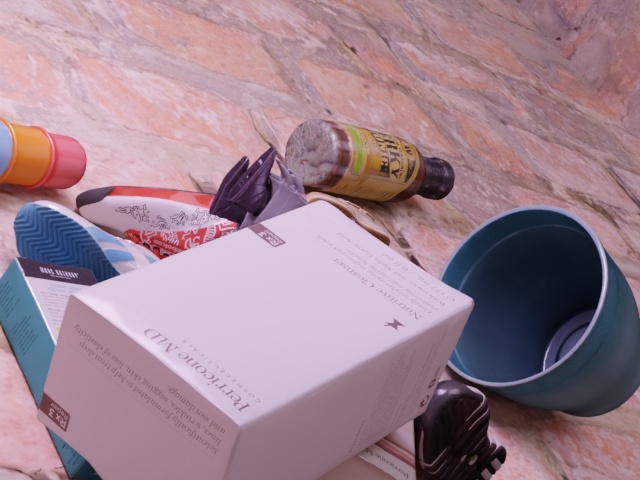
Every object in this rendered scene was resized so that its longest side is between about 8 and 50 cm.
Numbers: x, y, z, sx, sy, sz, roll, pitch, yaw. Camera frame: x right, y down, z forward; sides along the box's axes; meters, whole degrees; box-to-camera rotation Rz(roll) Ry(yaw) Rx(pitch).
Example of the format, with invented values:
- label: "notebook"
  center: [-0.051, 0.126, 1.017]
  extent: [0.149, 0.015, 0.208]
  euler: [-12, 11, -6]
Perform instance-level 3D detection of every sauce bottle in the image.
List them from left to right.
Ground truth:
- label: "sauce bottle"
  center: [0.089, -0.118, 2.338]
  extent: [0.344, 0.111, 0.111]
  euler: [6, 40, -52]

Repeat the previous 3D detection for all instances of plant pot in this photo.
- label: "plant pot"
  center: [0.339, 0.125, 2.112]
  extent: [0.255, 0.271, 0.272]
  euler: [36, 20, -45]

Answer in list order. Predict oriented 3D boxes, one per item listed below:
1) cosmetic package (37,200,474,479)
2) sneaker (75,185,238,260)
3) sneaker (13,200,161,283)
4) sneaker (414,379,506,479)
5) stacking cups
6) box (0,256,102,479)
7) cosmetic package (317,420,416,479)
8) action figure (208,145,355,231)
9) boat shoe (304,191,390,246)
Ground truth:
- label: "cosmetic package"
  center: [-0.053, 0.113, 1.410]
  extent: [0.217, 0.156, 0.385]
  euler: [34, 30, 22]
- label: "sneaker"
  center: [-0.159, 0.017, 1.748]
  extent: [0.270, 0.145, 0.090]
  euler: [5, -8, -4]
- label: "sneaker"
  center: [-0.241, 0.031, 1.632]
  extent: [0.228, 0.087, 0.092]
  euler: [38, 16, -21]
- label: "sneaker"
  center: [0.120, 0.207, 1.765]
  extent: [0.162, 0.106, 0.281]
  euler: [39, -12, 28]
- label: "stacking cups"
  center: [-0.383, -0.100, 1.634]
  extent: [0.316, 0.096, 0.096]
  euler: [8, 39, -52]
- label: "box"
  center: [-0.240, 0.127, 1.477]
  extent: [0.100, 0.060, 0.244]
  euler: [12, 35, -45]
- label: "cosmetic package"
  center: [0.011, 0.195, 1.639]
  extent: [0.153, 0.129, 0.296]
  euler: [32, 25, -16]
- label: "action figure"
  center: [0.016, 0.013, 1.671]
  extent: [0.285, 0.099, 0.185]
  euler: [38, -4, -19]
- label: "boat shoe"
  center: [0.029, -0.030, 2.162]
  extent: [0.170, 0.063, 0.059]
  euler: [32, 20, -40]
